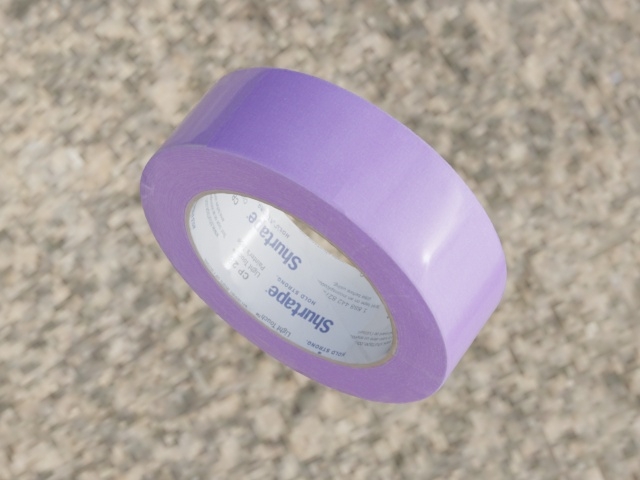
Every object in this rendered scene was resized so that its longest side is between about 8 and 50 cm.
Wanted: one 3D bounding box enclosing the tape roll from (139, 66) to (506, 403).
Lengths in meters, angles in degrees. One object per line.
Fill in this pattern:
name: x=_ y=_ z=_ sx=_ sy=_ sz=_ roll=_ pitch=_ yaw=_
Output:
tape roll: x=0.000 y=0.000 z=1.358 sx=0.275 sy=0.275 sz=0.090 roll=44 pitch=63 yaw=-14
